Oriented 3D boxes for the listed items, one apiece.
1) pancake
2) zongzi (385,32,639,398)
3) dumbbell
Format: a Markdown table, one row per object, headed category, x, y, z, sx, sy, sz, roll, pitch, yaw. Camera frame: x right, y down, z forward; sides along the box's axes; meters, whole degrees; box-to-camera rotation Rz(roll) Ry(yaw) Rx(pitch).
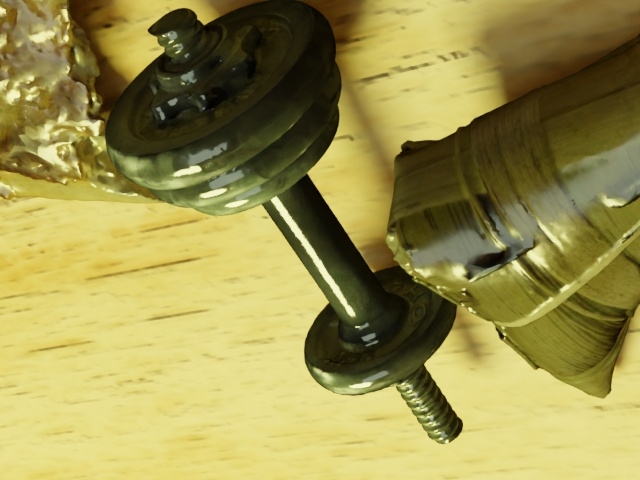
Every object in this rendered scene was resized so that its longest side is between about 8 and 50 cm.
| category | x | y | z | sx | sy | sz | roll | pitch | yaw |
| --- | --- | --- | --- | --- | --- | --- | --- | --- | --- |
| pancake | -0.200 | -0.116 | 0.931 | 0.212 | 0.056 | 0.257 | -6 | 116 | 27 |
| zongzi | 0.147 | -0.005 | 0.818 | 0.189 | 0.081 | 0.178 | -25 | 134 | 28 |
| dumbbell | 0.000 | 0.000 | 0.878 | 0.110 | 0.110 | 0.254 | -10 | 127 | 37 |
